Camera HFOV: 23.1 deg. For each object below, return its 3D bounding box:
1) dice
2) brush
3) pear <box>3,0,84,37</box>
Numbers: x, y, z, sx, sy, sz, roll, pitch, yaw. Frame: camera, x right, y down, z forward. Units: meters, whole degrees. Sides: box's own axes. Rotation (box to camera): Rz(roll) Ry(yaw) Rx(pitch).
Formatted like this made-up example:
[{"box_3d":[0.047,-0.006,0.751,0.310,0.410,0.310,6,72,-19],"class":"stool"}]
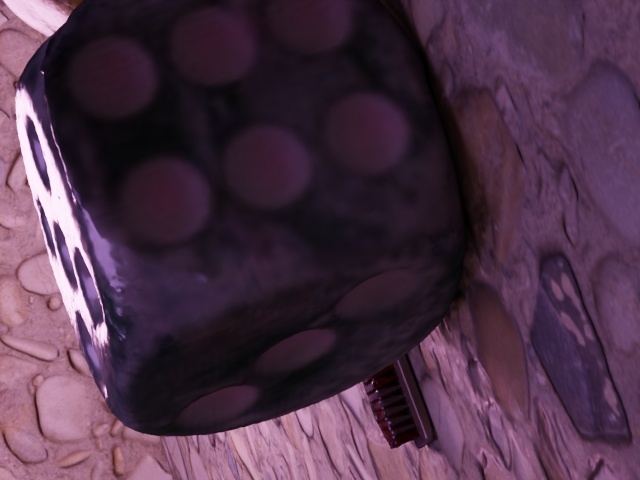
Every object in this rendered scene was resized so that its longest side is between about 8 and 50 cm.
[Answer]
[{"box_3d":[-0.078,-0.040,1.426,0.348,0.328,0.330,101,148,-60],"class":"dice"},{"box_3d":[0.043,0.071,1.666,0.060,0.050,0.321,119,133,-75],"class":"brush"},{"box_3d":[-0.341,-0.418,2.133,0.269,0.269,0.321,43,155,62],"class":"pear"}]
